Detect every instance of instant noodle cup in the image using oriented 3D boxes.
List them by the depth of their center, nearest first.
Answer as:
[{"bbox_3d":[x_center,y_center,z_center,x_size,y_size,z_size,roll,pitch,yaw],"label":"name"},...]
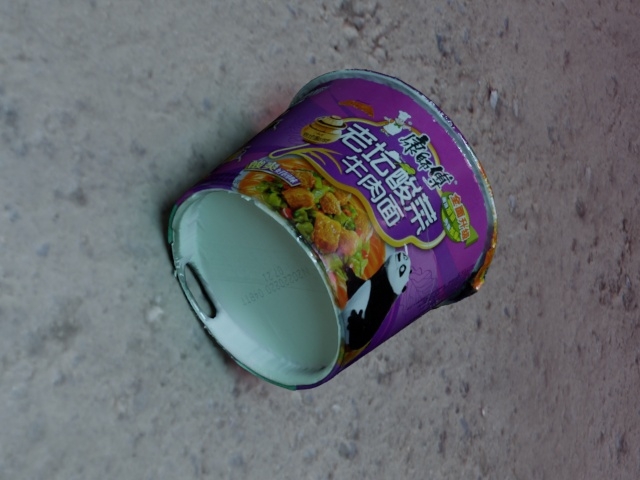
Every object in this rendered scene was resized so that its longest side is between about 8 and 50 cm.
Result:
[{"bbox_3d":[0.000,0.000,0.845,0.190,0.251,0.251,-37,113,-39],"label":"instant noodle cup"}]
